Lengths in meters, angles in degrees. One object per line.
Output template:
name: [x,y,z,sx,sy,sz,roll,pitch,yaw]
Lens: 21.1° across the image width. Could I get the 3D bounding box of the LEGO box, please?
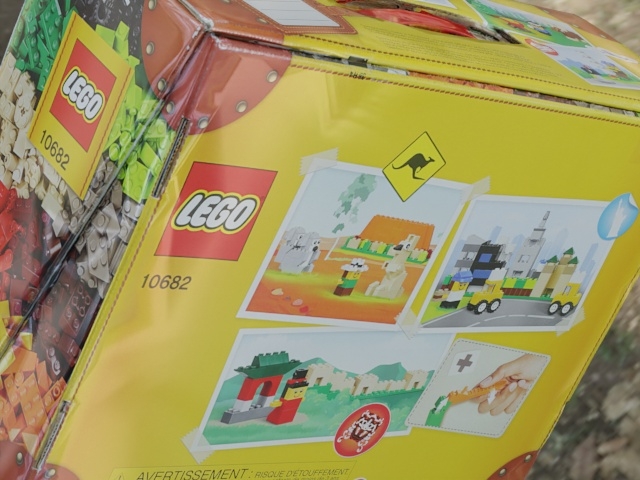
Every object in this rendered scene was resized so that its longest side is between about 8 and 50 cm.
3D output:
LEGO box: [0.000,0.000,1.245,0.193,0.500,0.372,45,118,41]
